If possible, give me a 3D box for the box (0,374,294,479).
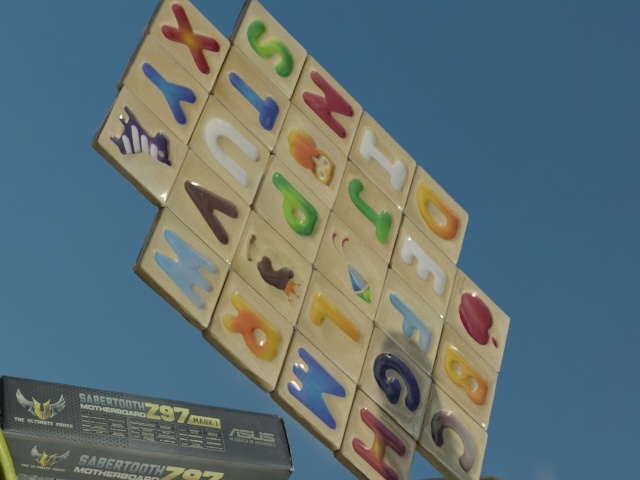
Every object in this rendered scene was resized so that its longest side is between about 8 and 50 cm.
[{"bbox_3d":[-0.161,0.194,1.473,0.059,0.232,0.183,-105,-146,-43],"label":"box"}]

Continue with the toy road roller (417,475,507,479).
[{"bbox_3d":[0.155,0.348,1.709,0.329,0.241,0.202,27,-19,-24],"label":"toy road roller"}]

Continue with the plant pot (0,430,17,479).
[{"bbox_3d":[-0.459,0.209,1.350,0.353,0.366,0.366,5,-52,42],"label":"plant pot"}]

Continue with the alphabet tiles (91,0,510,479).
[{"bbox_3d":[0.000,0.000,1.251,0.011,0.285,0.342,-31,-64,33],"label":"alphabet tiles"}]
